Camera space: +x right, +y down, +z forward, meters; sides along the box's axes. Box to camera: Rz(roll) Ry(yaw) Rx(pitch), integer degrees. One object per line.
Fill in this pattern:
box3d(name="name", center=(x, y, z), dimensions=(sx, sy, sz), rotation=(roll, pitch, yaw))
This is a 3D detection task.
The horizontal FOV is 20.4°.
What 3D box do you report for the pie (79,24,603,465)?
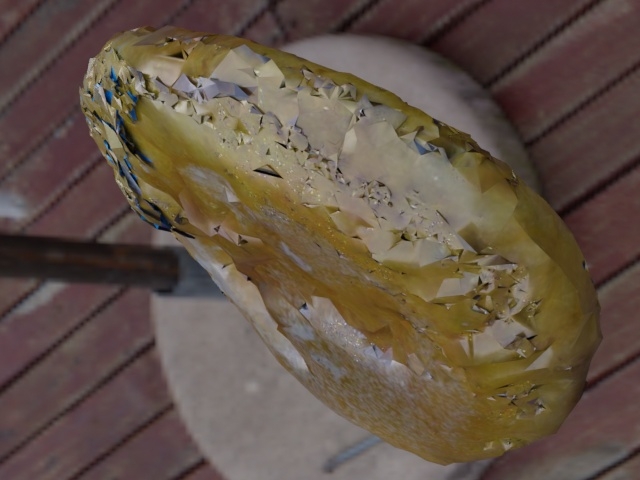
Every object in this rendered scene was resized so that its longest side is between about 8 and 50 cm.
box3d(name="pie", center=(0.000, 0.001, 0.756), dimensions=(0.273, 0.273, 0.069), rotation=(17, 59, 42))
